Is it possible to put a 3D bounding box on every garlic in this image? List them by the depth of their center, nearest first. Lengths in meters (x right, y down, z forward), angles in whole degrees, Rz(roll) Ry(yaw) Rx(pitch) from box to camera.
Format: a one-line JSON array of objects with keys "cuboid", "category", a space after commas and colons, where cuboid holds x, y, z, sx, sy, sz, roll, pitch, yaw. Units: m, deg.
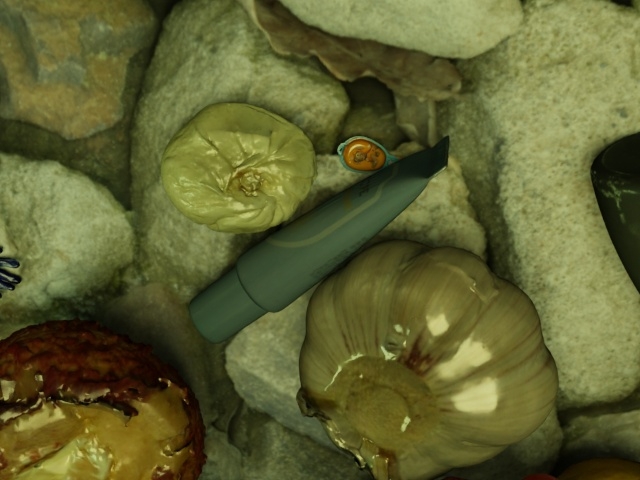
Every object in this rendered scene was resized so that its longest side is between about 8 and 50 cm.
[{"cuboid": [0.124, 0.140, 1.227, 0.321, 0.241, 0.322, 2, 124, 3], "category": "garlic"}]

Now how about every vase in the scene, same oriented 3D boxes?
[{"cuboid": [0.440, 0.035, 1.242, 0.173, 0.173, 0.321, -15, 114, 5], "category": "vase"}]

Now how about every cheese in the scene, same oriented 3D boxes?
[{"cuboid": [0.074, -0.100, 1.265, 0.111, 0.017, 0.047, 14, 115, -12], "category": "cheese"}]

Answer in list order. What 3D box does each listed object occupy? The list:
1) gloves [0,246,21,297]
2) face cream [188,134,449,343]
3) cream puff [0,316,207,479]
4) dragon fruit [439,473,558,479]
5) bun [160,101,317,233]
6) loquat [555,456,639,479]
[{"cuboid": [-0.425, 0.036, 1.304, 0.086, 0.026, 0.064, 29, 104, -8], "category": "gloves"}, {"cuboid": [0.000, 0.000, 1.244, 0.385, 0.135, 0.086, -35, 102, 18], "category": "face cream"}, {"cuboid": [-0.311, 0.243, 1.266, 0.350, 0.229, 0.351, -5, 119, -9], "category": "cream puff"}, {"cuboid": [0.219, 0.410, 1.176, 0.225, 0.305, 0.305, -23, 107, 25], "category": "dragon fruit"}, {"cuboid": [-0.099, -0.083, 1.222, 0.188, 0.111, 0.164, 14, 104, -1], "category": "bun"}, {"cuboid": [0.391, 0.379, 1.338, 0.234, 0.176, 0.187, 28, 150, -16], "category": "loquat"}]
